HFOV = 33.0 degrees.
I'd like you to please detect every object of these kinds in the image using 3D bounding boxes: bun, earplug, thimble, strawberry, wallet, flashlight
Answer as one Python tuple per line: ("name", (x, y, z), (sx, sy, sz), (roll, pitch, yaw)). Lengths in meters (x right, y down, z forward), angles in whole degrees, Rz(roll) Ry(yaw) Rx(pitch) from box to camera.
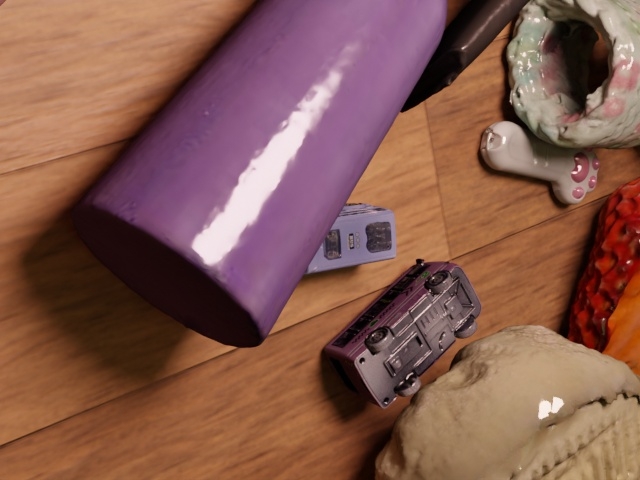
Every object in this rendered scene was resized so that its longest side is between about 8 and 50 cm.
("bun", (0.221, 0.258, 1.272), (0.359, 0.211, 0.360), (-17, 122, -29))
("earplug", (-0.028, -0.131, 1.069), (0.215, 0.215, 0.456), (46, 67, -30))
("thimble", (0.333, -0.217, 1.327), (0.149, 0.185, 0.211), (-2, 56, -39))
("strawberry", (0.432, 0.047, 1.454), (0.336, 0.149, 0.265), (-51, 127, -8))
("wallet", (0.219, -0.289, 1.228), (0.051, 0.197, 0.377), (44, 68, -5))
("flashlight", (0.285, -0.105, 1.381), (0.200, 0.047, 0.093), (14, 87, -36))

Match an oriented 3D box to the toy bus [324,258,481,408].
("toy bus", (0.095, 0.101, 1.245), (0.178, 0.098, 0.087), (-41, 115, -21))

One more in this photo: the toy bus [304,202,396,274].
("toy bus", (0.000, 0.000, 1.176), (0.167, 0.076, 0.073), (-10, 101, -34))

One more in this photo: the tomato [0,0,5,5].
("tomato", (-0.332, -0.284, 0.809), (0.270, 0.227, 0.270), (2, 112, 6))
